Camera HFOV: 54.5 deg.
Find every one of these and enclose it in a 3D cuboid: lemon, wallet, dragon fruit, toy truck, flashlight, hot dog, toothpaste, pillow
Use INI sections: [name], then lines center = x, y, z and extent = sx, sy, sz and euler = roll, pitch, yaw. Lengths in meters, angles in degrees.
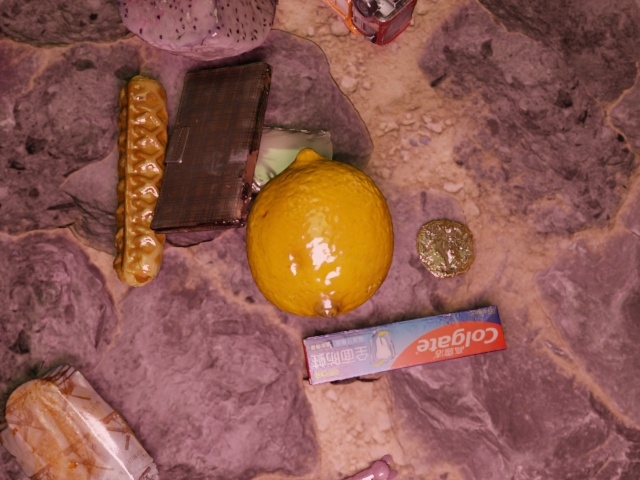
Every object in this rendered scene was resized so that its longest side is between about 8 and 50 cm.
[lemon]
center = 0.001, -0.009, 0.955
extent = 0.228, 0.228, 0.253
euler = 6, 85, -1
[wallet]
center = -0.173, -0.156, 1.017
extent = 0.169, 0.044, 0.317
euler = -5, 62, 20
[dragon fruit]
center = -0.212, -0.446, 1.068
extent = 0.221, 0.204, 0.283
euler = -5, 94, 24
[toy truck]
center = 0.046, -0.470, 1.113
extent = 0.114, 0.135, 0.270
euler = -43, 79, -8
[flashlight]
center = 0.068, 0.378, 0.978
extent = 0.110, 0.052, 0.031
euler = -25, 116, -1
[hot dog]
center = -0.369, 0.313, 0.949
extent = 0.162, 0.082, 0.270
euler = -40, 90, -1
[toothpaste]
center = 0.133, 0.169, 1.009
extent = 0.320, 0.066, 0.076
euler = -10, 79, -4
[pillow]
center = -0.092, -0.140, 1.072
extent = 0.229, 0.051, 0.128
euler = 7, 75, 1

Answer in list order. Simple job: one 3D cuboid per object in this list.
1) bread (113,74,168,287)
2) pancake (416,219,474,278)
[bread]
center = -0.300, -0.105, 1.041
extent = 0.077, 0.084, 0.367
euler = 10, 72, -41
[pancake]
center = 0.214, 0.015, 1.069
extent = 0.108, 0.017, 0.108
euler = 0, 80, 0
